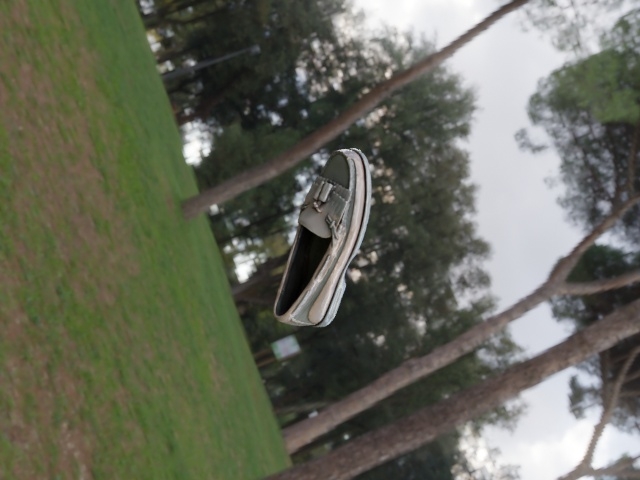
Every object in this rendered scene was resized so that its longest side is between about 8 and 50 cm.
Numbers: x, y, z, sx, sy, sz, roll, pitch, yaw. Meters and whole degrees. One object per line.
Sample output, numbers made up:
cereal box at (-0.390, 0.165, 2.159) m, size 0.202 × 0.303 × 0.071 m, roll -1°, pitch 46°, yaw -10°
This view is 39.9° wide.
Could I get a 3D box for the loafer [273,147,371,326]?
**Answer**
loafer at (0.000, 0.000, 0.582) m, size 0.045 × 0.039 × 0.125 m, roll 30°, pitch -68°, yaw 47°
